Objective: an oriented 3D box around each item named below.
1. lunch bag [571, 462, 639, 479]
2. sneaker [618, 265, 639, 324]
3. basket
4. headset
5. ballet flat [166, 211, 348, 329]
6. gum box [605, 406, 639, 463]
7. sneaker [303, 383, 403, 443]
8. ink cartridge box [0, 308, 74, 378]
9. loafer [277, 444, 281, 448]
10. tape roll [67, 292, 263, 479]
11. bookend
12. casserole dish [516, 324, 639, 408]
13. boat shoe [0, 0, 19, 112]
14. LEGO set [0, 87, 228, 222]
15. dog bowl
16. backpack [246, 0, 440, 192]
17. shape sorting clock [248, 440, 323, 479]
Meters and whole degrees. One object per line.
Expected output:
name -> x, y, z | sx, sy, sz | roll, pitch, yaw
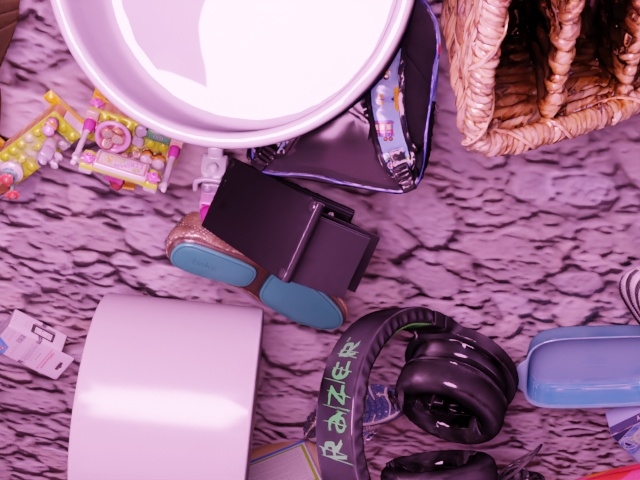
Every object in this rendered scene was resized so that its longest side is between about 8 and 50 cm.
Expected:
lunch bag -> 0.318, 0.319, 1.054 | 0.258, 0.120, 0.293 | -11, 155, 0
sneaker -> 0.436, 0.096, 0.982 | 0.162, 0.106, 0.281 | -38, 120, 3
basket -> 0.211, -0.224, 0.678 | 0.213, 0.223, 0.299 | 5, 128, -1
headset -> 0.119, 0.222, 1.055 | 0.185, 0.243, 0.394 | -10, 151, 41
ballet flat -> -0.058, 0.024, 0.986 | 0.206, 0.067, 0.073 | 28, 130, -22
gum box -> 0.459, 0.234, 1.147 | 0.157, 0.041, 0.184 | -33, 121, 26
sneaker -> 0.049, 0.214, 1.151 | 0.135, 0.052, 0.058 | -22, 135, 27
ink cartridge box -> -0.326, 0.120, 1.098 | 0.083, 0.028, 0.048 | 33, 123, -21
loafer -> -0.081, 0.320, 1.237 | 0.170, 0.062, 0.061 | -40, 89, 23
tape roll -> -0.153, 0.183, 1.005 | 0.169, 0.246, 0.246 | 5, 129, -3
bookend -> 0.000, 0.000, 0.874 | 0.156, 0.157, 0.072 | 22, 95, -36
casserole dish -> 0.312, 0.139, 1.081 | 0.188, 0.037, 0.114 | -3, 128, 4
boat shoe -> -0.320, -0.168, 0.838 | 0.073, 0.080, 0.223 | 33, 127, 18
LEGO set -> -0.230, -0.063, 0.898 | 0.287, 0.107, 0.132 | -1, 128, 3
dog bowl -> -0.058, -0.202, 0.707 | 0.265, 0.104, 0.265 | 1, 98, 7
backpack -> 0.025, -0.133, 0.823 | 0.158, 0.117, 0.173 | 8, 94, 6
shape sorting clock -> -0.065, 0.301, 1.102 | 0.206, 0.206, 0.040 | -12, 110, 12
